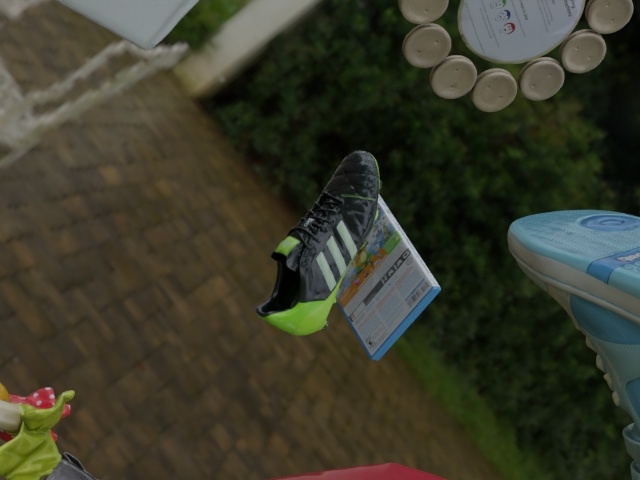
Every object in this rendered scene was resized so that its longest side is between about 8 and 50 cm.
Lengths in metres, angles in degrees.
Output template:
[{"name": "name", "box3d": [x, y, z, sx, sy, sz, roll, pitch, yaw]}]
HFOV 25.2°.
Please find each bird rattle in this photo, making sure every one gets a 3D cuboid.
[{"name": "bird rattle", "box3d": [-0.428, 0.224, 1.935, 0.207, 0.143, 0.253, 25, 0, -20]}]

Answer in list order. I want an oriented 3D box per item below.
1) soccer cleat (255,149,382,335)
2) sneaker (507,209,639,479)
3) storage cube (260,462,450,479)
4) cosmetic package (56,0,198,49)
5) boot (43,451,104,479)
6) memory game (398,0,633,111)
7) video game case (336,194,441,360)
[{"name": "soccer cleat", "box3d": [0.000, 0.000, 1.282, 0.072, 0.179, 0.060, 19, 4, -40]}, {"name": "sneaker", "box3d": [0.252, 0.104, 1.135, 0.319, 0.127, 0.208, 36, -48, 58]}, {"name": "storage cube", "box3d": [0.048, 0.347, 1.496, 0.193, 0.184, 0.215, -1, 4, -35]}, {"name": "cosmetic package", "box3d": [-0.169, -0.396, 0.831, 0.393, 0.327, 0.329, 27, 36, -28]}, {"name": "boot", "box3d": [-0.273, 0.394, 1.744, 0.229, 0.091, 0.263, 24, 35, -3]}, {"name": "memory game", "box3d": [0.146, -0.175, 1.056, 0.186, 0.186, 0.012, 47, 16, -39]}, {"name": "video game case", "box3d": [0.060, 0.036, 1.628, 0.015, 0.119, 0.166, 13, 35, -44]}]
